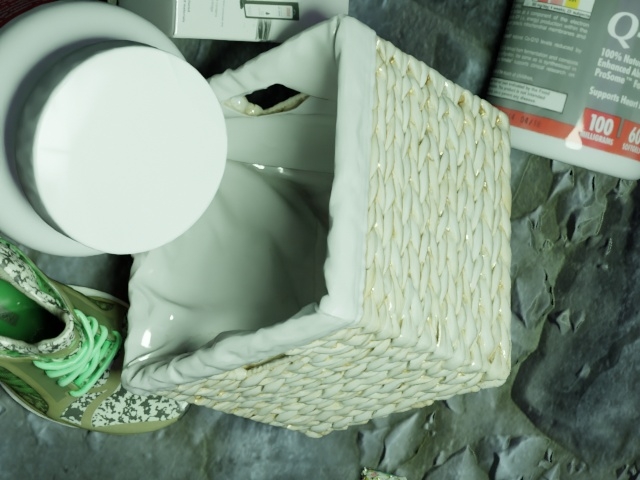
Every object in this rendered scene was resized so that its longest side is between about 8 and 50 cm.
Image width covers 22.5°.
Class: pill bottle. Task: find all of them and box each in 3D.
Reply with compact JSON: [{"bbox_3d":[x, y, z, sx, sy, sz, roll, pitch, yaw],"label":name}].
[{"bbox_3d":[0.330,-0.268,1.894,0.210,0.210,0.363,12,96,-32],"label":"pill bottle"},{"bbox_3d":[-0.250,-0.114,1.474,0.229,0.407,0.229,-8,106,-28],"label":"pill bottle"}]

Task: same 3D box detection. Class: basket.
[{"bbox_3d":[0.000,0.000,1.652,0.266,0.328,0.331,22,59,-38],"label":"basket"}]

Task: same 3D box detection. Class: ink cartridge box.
[{"bbox_3d":[-0.091,-0.254,1.686,0.203,0.148,0.086,-2,102,-31],"label":"ink cartridge box"}]

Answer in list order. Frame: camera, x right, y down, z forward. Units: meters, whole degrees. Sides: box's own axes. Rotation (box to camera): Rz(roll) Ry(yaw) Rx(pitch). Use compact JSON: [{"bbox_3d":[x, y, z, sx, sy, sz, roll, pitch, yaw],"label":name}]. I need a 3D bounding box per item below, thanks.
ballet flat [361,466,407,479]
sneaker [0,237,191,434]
[{"bbox_3d":[0.026,0.383,1.970,0.077,0.091,0.241,33,79,-2],"label":"ballet flat"},{"bbox_3d":[-0.281,0.104,1.645,0.410,0.182,0.158,33,85,-33],"label":"sneaker"}]
